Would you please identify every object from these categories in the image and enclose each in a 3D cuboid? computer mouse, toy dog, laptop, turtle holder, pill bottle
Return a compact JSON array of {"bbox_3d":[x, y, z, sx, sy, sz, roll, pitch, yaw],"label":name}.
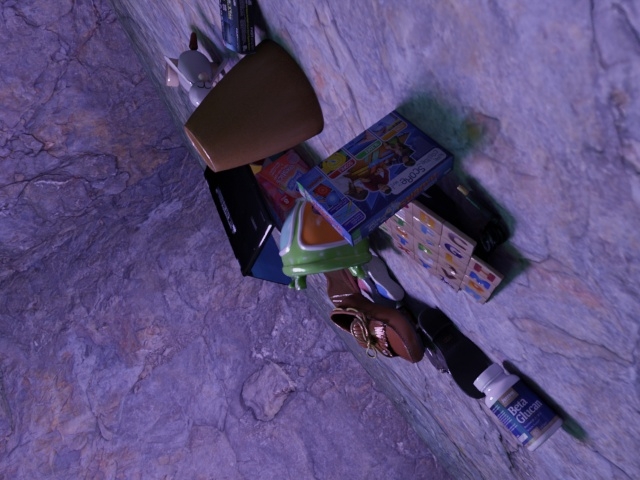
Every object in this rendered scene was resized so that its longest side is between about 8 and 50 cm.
[{"bbox_3d":[0.187,-0.059,0.811,0.262,0.060,0.184,50,169,12],"label":"computer mouse"},{"bbox_3d":[-0.344,-0.491,1.395,0.333,0.220,0.161,34,127,39],"label":"toy dog"},{"bbox_3d":[-0.178,-0.098,1.486,0.382,0.236,0.408,64,144,24],"label":"laptop"},{"bbox_3d":[0.016,-0.003,1.306,0.320,0.243,0.228,-8,-93,-71],"label":"turtle holder"},{"bbox_3d":[0.409,0.343,1.029,0.169,0.094,0.094,46,167,29],"label":"pill bottle"}]

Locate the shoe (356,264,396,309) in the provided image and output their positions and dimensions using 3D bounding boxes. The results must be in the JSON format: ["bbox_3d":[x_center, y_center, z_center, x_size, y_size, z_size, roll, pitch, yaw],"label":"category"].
[{"bbox_3d":[0.169,0.151,1.499,0.178,0.063,0.081,55,171,16],"label":"shoe"}]

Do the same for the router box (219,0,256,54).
[{"bbox_3d":[-0.172,-0.455,1.010,0.092,0.038,0.123,41,141,44],"label":"router box"}]

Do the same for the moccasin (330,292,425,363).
[{"bbox_3d":[0.144,0.244,1.348,0.380,0.146,0.139,27,141,58],"label":"moccasin"}]

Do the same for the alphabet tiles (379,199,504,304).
[{"bbox_3d":[0.195,0.007,0.899,0.285,0.011,0.342,39,173,20],"label":"alphabet tiles"}]

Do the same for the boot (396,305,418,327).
[{"bbox_3d":[0.246,0.250,1.492,0.084,0.059,0.158,45,169,4],"label":"boot"}]

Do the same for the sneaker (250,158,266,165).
[{"bbox_3d":[-0.190,-0.294,1.538,0.128,0.087,0.221,5,171,32],"label":"sneaker"}]

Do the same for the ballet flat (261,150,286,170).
[{"bbox_3d":[-0.143,-0.218,1.565,0.083,0.087,0.247,49,167,20],"label":"ballet flat"}]

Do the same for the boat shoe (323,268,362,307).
[{"bbox_3d":[0.078,0.104,1.596,0.123,0.123,0.342,-3,127,37],"label":"boat shoe"}]

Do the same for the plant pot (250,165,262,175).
[{"bbox_3d":[-0.302,-0.220,1.931,0.212,0.187,0.212,53,169,-3],"label":"plant pot"}]

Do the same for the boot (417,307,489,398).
[{"bbox_3d":[0.330,0.300,1.256,0.263,0.091,0.229,59,173,30],"label":"boot"}]

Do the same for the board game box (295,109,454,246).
[{"bbox_3d":[0.082,-0.100,0.750,0.136,0.201,0.035,47,167,29],"label":"board game box"}]

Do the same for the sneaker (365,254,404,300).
[{"bbox_3d":[0.165,0.108,1.382,0.152,0.058,0.084,48,160,-8],"label":"sneaker"}]

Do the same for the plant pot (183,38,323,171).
[{"bbox_3d":[-0.162,-0.270,1.086,0.237,0.254,0.237,49,167,15],"label":"plant pot"}]

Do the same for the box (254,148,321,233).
[{"bbox_3d":[-0.084,-0.117,1.493,0.154,0.142,0.300,50,168,16],"label":"box"}]
